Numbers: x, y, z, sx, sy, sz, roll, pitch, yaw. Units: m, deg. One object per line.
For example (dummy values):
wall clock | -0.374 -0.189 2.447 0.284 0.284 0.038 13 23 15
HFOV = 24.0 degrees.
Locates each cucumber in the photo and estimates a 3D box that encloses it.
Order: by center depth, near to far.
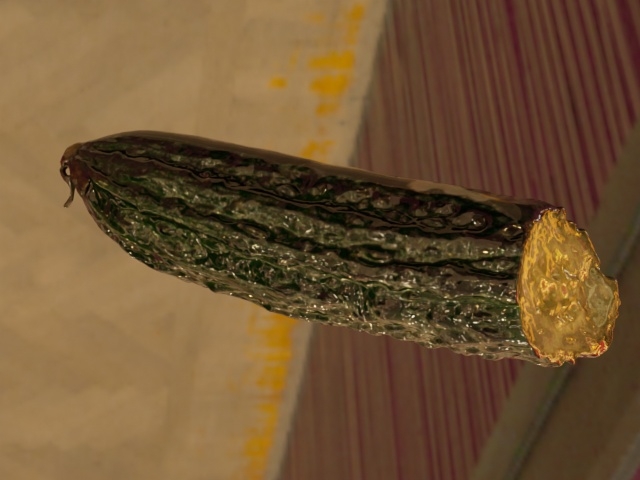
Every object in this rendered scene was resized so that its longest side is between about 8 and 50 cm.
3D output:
cucumber | 0.000 0.001 0.684 0.265 0.077 0.077 11 147 24
